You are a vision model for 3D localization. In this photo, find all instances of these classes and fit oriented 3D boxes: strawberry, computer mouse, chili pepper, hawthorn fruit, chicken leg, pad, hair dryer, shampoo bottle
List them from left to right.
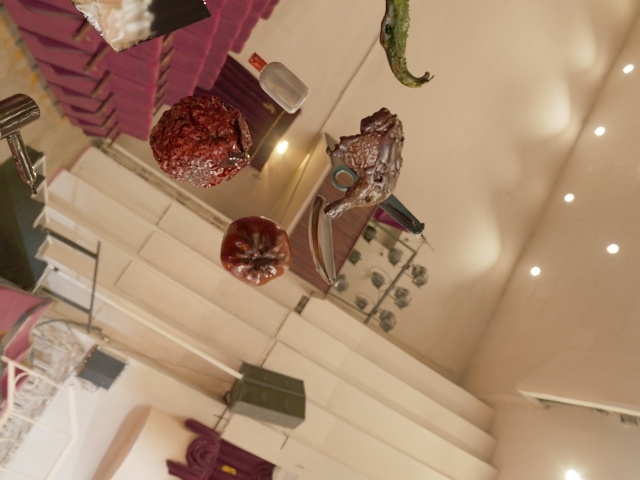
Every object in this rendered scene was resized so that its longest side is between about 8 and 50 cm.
[{"bbox_3d":[-0.759,-0.211,1.081,0.196,0.077,0.249,-78,171,-54],"label":"hair dryer"},{"bbox_3d":[-0.570,-0.754,1.421,0.367,0.247,0.007,-18,-109,6],"label":"pad"},{"bbox_3d":[-0.315,-0.265,1.211,0.274,0.274,0.220,-54,-144,1],"label":"strawberry"},{"bbox_3d":[-0.211,0.018,1.380,0.224,0.224,0.261,-54,-152,3],"label":"hawthorn fruit"},{"bbox_3d":[-0.144,-0.531,1.456,0.108,0.221,0.051,-48,-168,8],"label":"shampoo bottle"},{"bbox_3d":[0.000,0.000,1.514,0.158,0.071,0.311,-135,-142,-73],"label":"computer mouse"},{"bbox_3d":[0.099,-0.158,1.004,0.323,0.177,0.083,92,0,-50],"label":"chicken leg"},{"bbox_3d":[0.139,-0.427,0.683,0.076,0.084,0.359,-122,-156,-55],"label":"chili pepper"}]

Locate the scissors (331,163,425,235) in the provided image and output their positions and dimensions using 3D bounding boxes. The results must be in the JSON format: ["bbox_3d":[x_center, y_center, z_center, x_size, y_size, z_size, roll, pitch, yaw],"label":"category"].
[{"bbox_3d":[0.182,-0.152,1.347,0.180,0.032,0.393,-40,-119,-2],"label":"scissors"}]
